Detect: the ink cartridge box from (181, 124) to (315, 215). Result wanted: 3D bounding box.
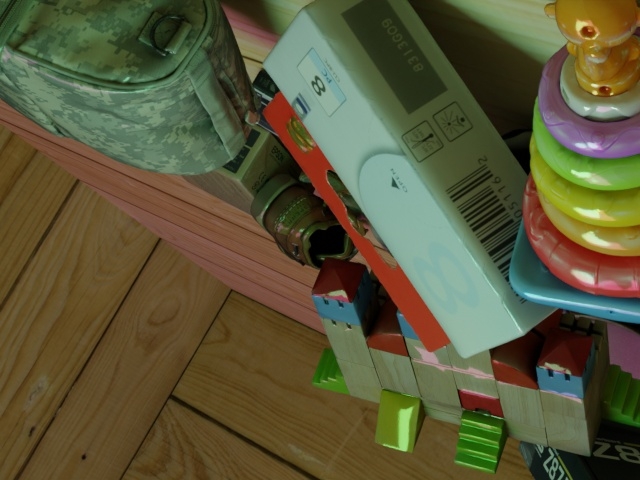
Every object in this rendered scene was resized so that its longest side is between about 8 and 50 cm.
[{"bbox_3d":[-0.133,-0.117,2.181,0.193,0.088,0.235,29,173,22],"label":"ink cartridge box"}]

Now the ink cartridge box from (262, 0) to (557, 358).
[{"bbox_3d":[0.051,-0.034,1.373,0.308,0.091,0.385,55,159,2],"label":"ink cartridge box"}]

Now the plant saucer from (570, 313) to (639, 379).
[{"bbox_3d":[0.394,0.222,2.044,0.310,0.050,0.311,25,134,29],"label":"plant saucer"}]

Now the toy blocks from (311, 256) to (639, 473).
[{"bbox_3d":[0.157,0.103,1.663,0.381,0.191,0.261,13,152,20],"label":"toy blocks"}]

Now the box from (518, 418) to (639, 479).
[{"bbox_3d":[0.456,0.313,1.775,0.394,0.097,0.318,12,-163,-12],"label":"box"}]

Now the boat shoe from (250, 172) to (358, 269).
[{"bbox_3d":[0.000,0.000,2.202,0.104,0.111,0.307,41,-173,23],"label":"boat shoe"}]

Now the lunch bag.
[{"bbox_3d":[-0.193,-0.191,1.471,0.256,0.212,0.305,35,172,12],"label":"lunch bag"}]

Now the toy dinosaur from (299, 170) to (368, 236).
[{"bbox_3d":[0.063,-0.041,2.120,0.211,0.064,0.112,40,-166,-33],"label":"toy dinosaur"}]

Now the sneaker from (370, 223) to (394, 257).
[{"bbox_3d":[0.118,-0.055,1.673,0.121,0.099,0.262,44,155,-16],"label":"sneaker"}]

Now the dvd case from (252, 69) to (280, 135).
[{"bbox_3d":[0.021,-0.115,1.849,0.238,0.030,0.179,30,172,-1],"label":"dvd case"}]

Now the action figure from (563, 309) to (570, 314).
[{"bbox_3d":[0.276,0.060,1.789,0.137,0.063,0.232,-15,163,-3],"label":"action figure"}]

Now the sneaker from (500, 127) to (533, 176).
[{"bbox_3d":[0.243,-0.023,1.413,0.226,0.086,0.163,30,175,7],"label":"sneaker"}]

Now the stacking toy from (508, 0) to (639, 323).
[{"bbox_3d":[0.203,-0.082,1.058,0.175,0.166,0.302,9,152,24],"label":"stacking toy"}]
